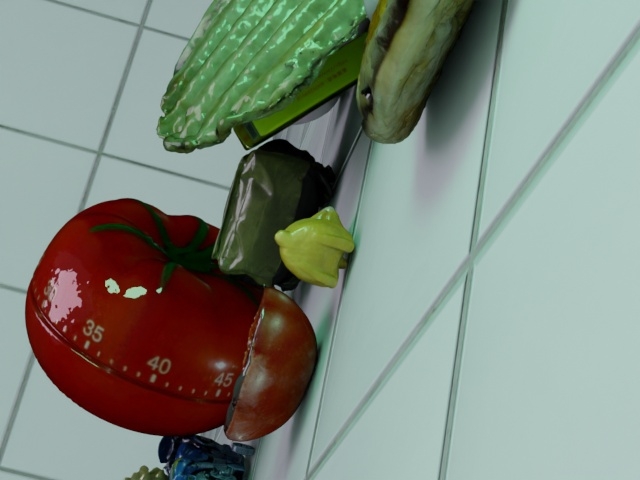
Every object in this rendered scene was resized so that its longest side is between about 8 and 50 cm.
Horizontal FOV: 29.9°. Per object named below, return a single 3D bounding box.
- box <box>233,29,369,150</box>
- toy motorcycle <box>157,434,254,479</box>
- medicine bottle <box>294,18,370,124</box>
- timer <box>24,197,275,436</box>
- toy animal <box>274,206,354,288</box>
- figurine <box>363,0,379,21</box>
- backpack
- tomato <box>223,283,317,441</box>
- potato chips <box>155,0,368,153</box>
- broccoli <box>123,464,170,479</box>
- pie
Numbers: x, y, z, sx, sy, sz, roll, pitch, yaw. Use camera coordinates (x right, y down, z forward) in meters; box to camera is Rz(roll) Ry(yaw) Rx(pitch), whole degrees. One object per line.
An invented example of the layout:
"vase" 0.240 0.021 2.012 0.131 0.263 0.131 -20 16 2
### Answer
"box" -0.022 -0.190 1.567 0.187 0.047 0.335 -33 5 -5
"toy motorcycle" -0.174 0.330 1.755 0.254 0.136 0.092 -147 72 -84
"medicine bottle" -0.028 -0.349 1.755 0.378 0.214 0.213 116 168 -59
"timer" -0.243 0.119 1.756 0.279 0.378 0.378 -62 10 16
"toy animal" -0.002 -0.003 1.330 0.159 0.083 0.070 -62 -4 -76
"figurine" 0.078 -0.213 1.185 0.101 0.068 0.143 84 -176 -87
"backpack" -0.060 -0.042 1.680 0.253 0.140 0.207 -62 -10 -79
"tomato" -0.049 0.142 1.342 0.174 0.082 0.166 108 179 -62
"potato chips" -0.044 -0.275 1.426 0.429 0.070 0.358 -49 30 4
"broccoli" -0.290 0.479 1.757 0.293 0.281 0.347 113 170 -57
"pie" 0.099 -0.229 0.968 0.339 0.077 0.339 -160 90 -89
